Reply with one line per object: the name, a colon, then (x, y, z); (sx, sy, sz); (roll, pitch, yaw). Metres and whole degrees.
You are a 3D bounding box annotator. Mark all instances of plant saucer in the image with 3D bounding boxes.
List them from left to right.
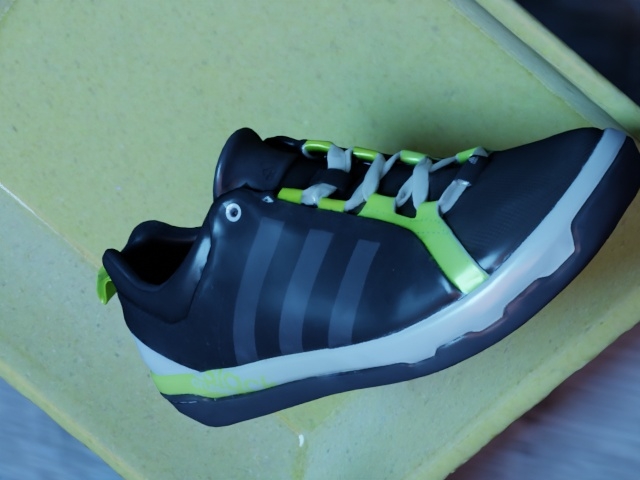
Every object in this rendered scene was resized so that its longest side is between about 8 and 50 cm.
plant saucer: (-0.045, -0.037, 0.604); (0.333, 0.081, 0.333); (40, 128, -3)

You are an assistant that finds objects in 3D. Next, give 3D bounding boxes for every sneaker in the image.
sneaker: (0.000, 0.000, 0.501); (0.235, 0.084, 0.097); (-25, 106, 35)
